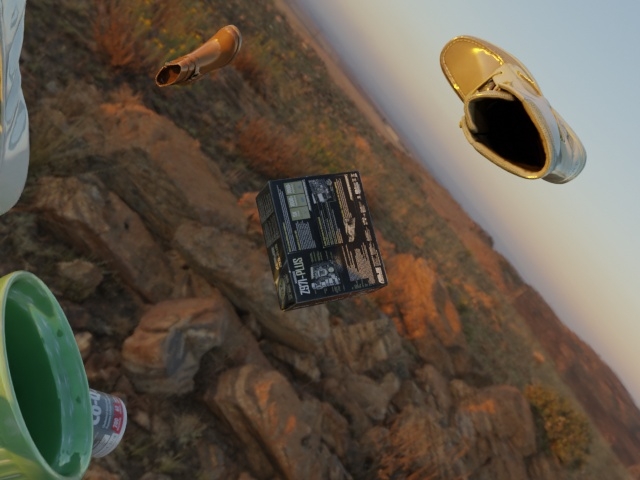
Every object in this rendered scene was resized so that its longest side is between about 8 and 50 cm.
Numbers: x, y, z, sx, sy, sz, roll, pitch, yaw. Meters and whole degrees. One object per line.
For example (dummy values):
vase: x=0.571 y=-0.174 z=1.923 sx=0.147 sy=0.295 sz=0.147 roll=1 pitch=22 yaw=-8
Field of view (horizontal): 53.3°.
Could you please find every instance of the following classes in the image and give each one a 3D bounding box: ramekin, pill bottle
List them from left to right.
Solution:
ramekin: x=-0.441 y=0.206 z=0.879 sx=0.303 sy=0.148 sz=0.303 roll=164 pitch=-90 yaw=-84
pill bottle: x=-0.636 y=0.430 z=1.570 sx=0.283 sy=0.161 sz=0.161 roll=38 pitch=20 yaw=-47

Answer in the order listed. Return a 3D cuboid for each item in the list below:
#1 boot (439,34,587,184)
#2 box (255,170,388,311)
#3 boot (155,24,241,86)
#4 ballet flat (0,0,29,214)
boot: x=0.181 y=-0.146 z=0.665 sx=0.213 sy=0.077 sz=0.165 roll=54 pitch=29 yaw=16
box: x=0.000 y=0.000 z=0.937 sx=0.077 sy=0.147 sz=0.180 roll=144 pitch=-66 yaw=-65
boot: x=-0.281 y=-0.418 z=1.475 sx=0.073 sy=0.197 sz=0.152 roll=53 pitch=32 yaw=-1
ballet flat: x=-0.370 y=-0.157 z=0.641 sx=0.139 sy=0.400 sz=0.139 roll=17 pitch=37 yaw=-13
